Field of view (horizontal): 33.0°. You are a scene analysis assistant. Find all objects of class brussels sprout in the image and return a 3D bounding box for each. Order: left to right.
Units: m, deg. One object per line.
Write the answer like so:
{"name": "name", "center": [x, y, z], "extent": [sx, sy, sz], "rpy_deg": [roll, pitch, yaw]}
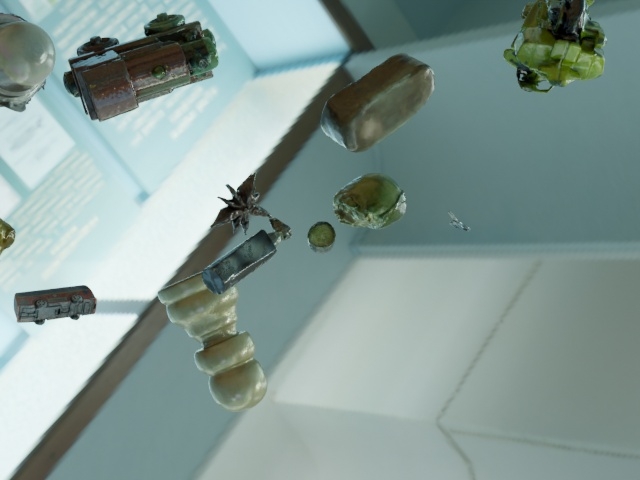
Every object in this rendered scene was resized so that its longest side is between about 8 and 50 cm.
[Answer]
{"name": "brussels sprout", "center": [0.126, -0.092, 2.637], "extent": [0.183, 0.131, 0.145], "rpy_deg": [12, -129, 49]}

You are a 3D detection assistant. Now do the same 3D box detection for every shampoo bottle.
{"name": "shampoo bottle", "center": [-0.129, 0.024, 1.969], "extent": [0.207, 0.063, 0.057], "rpy_deg": [-37, -177, -41]}

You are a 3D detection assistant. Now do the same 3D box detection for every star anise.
{"name": "star anise", "center": [-0.167, -0.059, 2.146], "extent": [0.129, 0.124, 0.056], "rpy_deg": [-31, -147, -19]}

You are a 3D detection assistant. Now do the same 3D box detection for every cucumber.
{"name": "cucumber", "center": [0.000, 0.000, 1.828], "extent": [0.048, 0.048, 0.105], "rpy_deg": [-43, 174, -9]}

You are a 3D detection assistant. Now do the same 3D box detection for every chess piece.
{"name": "chess piece", "center": [-0.210, 0.210, 2.228], "extent": [0.167, 0.300, 0.167], "rpy_deg": [-22, 180, 0]}

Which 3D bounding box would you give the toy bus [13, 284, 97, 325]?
{"name": "toy bus", "center": [-0.644, 0.153, 2.616], "extent": [0.192, 0.065, 0.077], "rpy_deg": [-6, -139, -29]}

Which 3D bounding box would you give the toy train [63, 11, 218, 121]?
{"name": "toy train", "center": [-0.329, -0.327, 2.036], "extent": [0.304, 0.150, 0.221], "rpy_deg": [-21, -156, -13]}

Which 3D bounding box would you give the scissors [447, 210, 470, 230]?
{"name": "scissors", "center": [0.216, -0.033, 1.729], "extent": [0.036, 0.083, 0.006], "rpy_deg": [19, -101, 28]}

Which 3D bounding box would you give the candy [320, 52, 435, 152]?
{"name": "candy", "center": [0.115, -0.272, 2.119], "extent": [0.234, 0.102, 0.104], "rpy_deg": [-35, -138, -15]}

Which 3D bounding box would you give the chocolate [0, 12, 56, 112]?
{"name": "chocolate", "center": [-0.637, -0.382, 2.275], "extent": [0.147, 0.221, 0.221], "rpy_deg": [9, -128, 49]}

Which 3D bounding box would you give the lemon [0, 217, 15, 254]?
{"name": "lemon", "center": [-0.768, -0.002, 2.135], "extent": [0.319, 0.245, 0.245], "rpy_deg": [1, -161, -22]}

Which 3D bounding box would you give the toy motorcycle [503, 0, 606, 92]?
{"name": "toy motorcycle", "center": [0.389, -0.336, 1.818], "extent": [0.142, 0.206, 0.342], "rpy_deg": [4, -160, 4]}
